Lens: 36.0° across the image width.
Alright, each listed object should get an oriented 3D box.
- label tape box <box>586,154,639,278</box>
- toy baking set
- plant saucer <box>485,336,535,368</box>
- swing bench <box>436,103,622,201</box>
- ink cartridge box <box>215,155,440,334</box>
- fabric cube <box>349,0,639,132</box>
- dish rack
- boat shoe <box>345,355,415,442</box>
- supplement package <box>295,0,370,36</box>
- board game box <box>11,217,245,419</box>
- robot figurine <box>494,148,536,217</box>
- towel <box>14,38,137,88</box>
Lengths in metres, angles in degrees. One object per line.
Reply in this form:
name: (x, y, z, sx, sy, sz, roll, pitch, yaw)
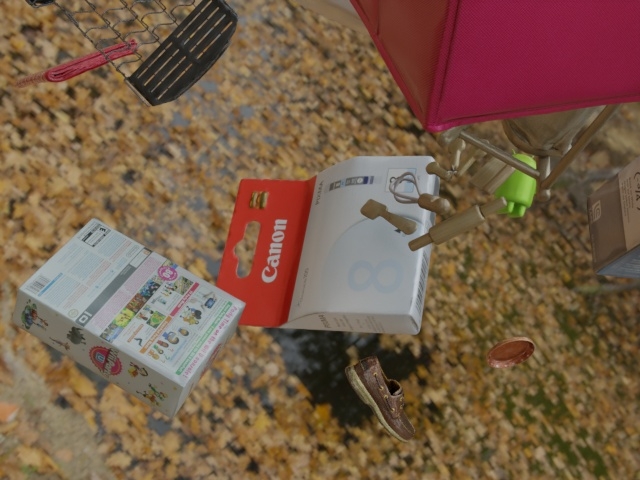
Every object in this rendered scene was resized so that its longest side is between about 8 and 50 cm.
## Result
label tape box: (0.464, -0.048, 1.029, 0.240, 0.334, 0.106, 4, 71, -10)
toy baking set: (0.185, -0.066, 1.546, 0.030, 0.256, 0.197, 49, 19, -34)
plant saucer: (0.315, 0.185, 1.640, 0.083, 0.083, 0.013, 21, 38, -37)
swing bench: (0.301, -0.236, 1.236, 0.165, 0.253, 0.255, 29, 57, 0)
ink cartridge box: (0.000, 0.000, 1.715, 0.091, 0.384, 0.308, 64, 32, -58)
fabric cube: (0.163, -0.267, 0.716, 0.254, 0.258, 0.259, -9, 46, -15)
dish rack: (-0.260, -0.333, 1.385, 0.271, 0.208, 0.074, 46, 12, 1)
boat shoe: (0.110, 0.259, 1.599, 0.178, 0.060, 0.064, 53, 8, -25)
supplement package: (0.078, -0.323, 1.121, 0.293, 0.178, 0.175, 30, 8, 22)
board game box: (-0.308, 0.120, 1.611, 0.303, 0.098, 0.224, 29, 41, 5)
robot figurine: (0.342, -0.099, 1.722, 0.101, 0.067, 0.115, 16, 83, -20)
towel: (-0.496, -0.350, 1.988, 0.198, 0.275, 0.031, -26, 107, -25)
